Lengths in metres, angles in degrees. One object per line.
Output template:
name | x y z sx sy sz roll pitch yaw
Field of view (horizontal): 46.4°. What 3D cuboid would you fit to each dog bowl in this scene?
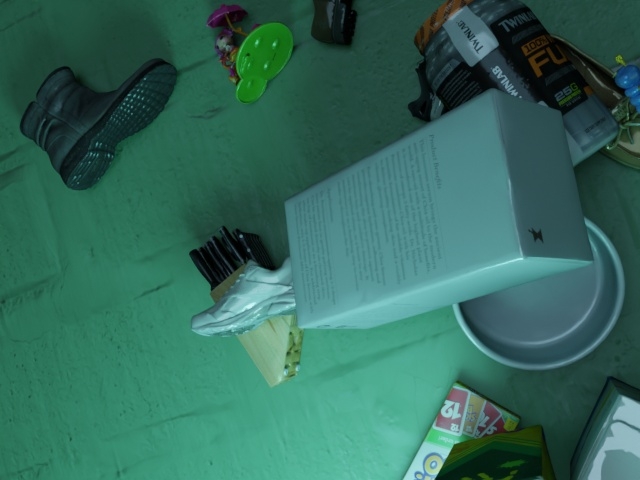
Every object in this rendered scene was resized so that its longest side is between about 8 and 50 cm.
dog bowl | 0.341 0.068 1.203 0.265 0.104 0.264 1 98 8

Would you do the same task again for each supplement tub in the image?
supplement tub | 0.298 -0.237 1.176 0.193 0.193 0.316 -37 83 13

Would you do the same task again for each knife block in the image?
knife block | -0.148 0.116 1.402 0.242 0.088 0.275 8 89 19

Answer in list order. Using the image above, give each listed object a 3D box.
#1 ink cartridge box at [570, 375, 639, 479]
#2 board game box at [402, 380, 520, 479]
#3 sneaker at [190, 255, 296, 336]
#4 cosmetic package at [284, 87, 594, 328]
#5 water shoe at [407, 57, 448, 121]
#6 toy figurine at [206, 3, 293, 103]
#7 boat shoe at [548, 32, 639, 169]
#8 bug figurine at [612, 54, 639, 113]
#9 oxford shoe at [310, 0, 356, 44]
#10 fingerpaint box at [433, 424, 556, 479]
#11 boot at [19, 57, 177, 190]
ink cartridge box | 0.481 0.322 1.105 0.171 0.233 0.168 25 94 18
board game box | 0.229 0.387 1.291 0.124 0.039 0.259 29 98 18
sneaker | -0.125 0.096 1.312 0.232 0.090 0.115 -20 74 6
cosmetic package | 0.148 -0.019 1.119 0.453 0.161 0.230 -23 68 48
water shoe | 0.207 -0.313 1.321 0.080 0.073 0.203 15 90 22
toy figurine | -0.159 -0.379 1.444 0.159 0.130 0.173 45 125 29
boat shoe | 0.455 -0.226 1.224 0.285 0.089 0.104 46 100 15
bug figurine | 0.542 -0.217 1.143 0.072 0.279 0.216 -33 92 46
oxford shoe | 0.021 -0.482 1.389 0.096 0.083 0.227 10 88 23
fingerpaint box | 0.290 0.517 1.029 0.163 0.371 0.444 -17 82 15
boot | -0.468 -0.290 1.525 0.338 0.118 0.222 -45 70 6
